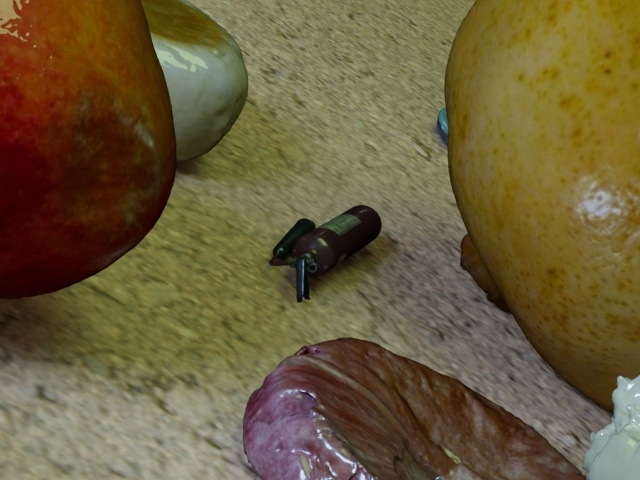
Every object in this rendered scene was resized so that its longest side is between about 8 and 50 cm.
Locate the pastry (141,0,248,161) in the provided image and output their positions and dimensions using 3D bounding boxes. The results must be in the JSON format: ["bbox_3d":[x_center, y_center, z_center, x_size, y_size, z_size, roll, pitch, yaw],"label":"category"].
[{"bbox_3d":[-0.126,-0.120,1.231,0.156,0.092,0.156,25,16,-8],"label":"pastry"}]

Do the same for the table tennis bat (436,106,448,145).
[{"bbox_3d":[0.193,-0.090,1.691,0.149,0.038,0.237,33,24,15],"label":"table tennis bat"}]

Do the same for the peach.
[{"bbox_3d":[-0.182,-0.070,0.862,0.243,0.199,0.243,36,25,-20],"label":"peach"}]

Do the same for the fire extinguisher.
[{"bbox_3d":[0.000,0.000,1.192,0.049,0.035,0.173,36,17,7],"label":"fire extinguisher"}]

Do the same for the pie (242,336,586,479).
[{"bbox_3d":[0.062,0.126,0.928,0.218,0.054,0.204,25,20,-13],"label":"pie"}]

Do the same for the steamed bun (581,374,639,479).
[{"bbox_3d":[0.324,0.132,0.970,0.290,0.272,0.273,17,23,-22],"label":"steamed bun"}]

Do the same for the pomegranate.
[{"bbox_3d":[0.270,-0.055,1.228,0.416,0.417,0.417,26,19,-10],"label":"pomegranate"}]
